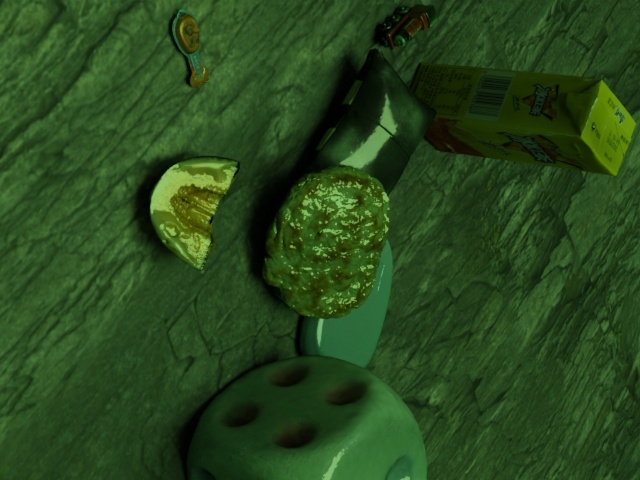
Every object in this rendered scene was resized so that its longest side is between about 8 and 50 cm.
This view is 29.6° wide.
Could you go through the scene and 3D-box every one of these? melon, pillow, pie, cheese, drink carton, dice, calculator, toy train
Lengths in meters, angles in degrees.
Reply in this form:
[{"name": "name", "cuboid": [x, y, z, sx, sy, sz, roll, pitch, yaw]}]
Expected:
[{"name": "melon", "cuboid": [-0.184, -0.050, 1.655, 0.128, 0.079, 0.160, 25, 80, -32]}, {"name": "pillow", "cuboid": [0.078, -0.152, 1.910, 0.186, 0.106, 0.250, 39, 75, -42]}, {"name": "pie", "cuboid": [0.000, 0.000, 1.838, 0.201, 0.090, 0.248, 3, 114, -27]}, {"name": "cheese", "cuboid": [-0.176, -0.262, 1.648, 0.047, 0.017, 0.111, -38, 127, -35]}, {"name": "drink carton", "cuboid": [0.322, -0.203, 1.997, 0.154, 0.351, 0.111, 35, 72, -48]}, {"name": "dice", "cuboid": [-0.018, 0.347, 1.797, 0.262, 0.268, 0.265, -36, 126, -40]}, {"name": "calculator", "cuboid": [0.044, 0.120, 1.990, 0.188, 0.042, 0.303, 24, 78, -51]}, {"name": "toy train", "cuboid": [0.138, -0.346, 1.967, 0.103, 0.064, 0.044, -47, 133, -33]}]
